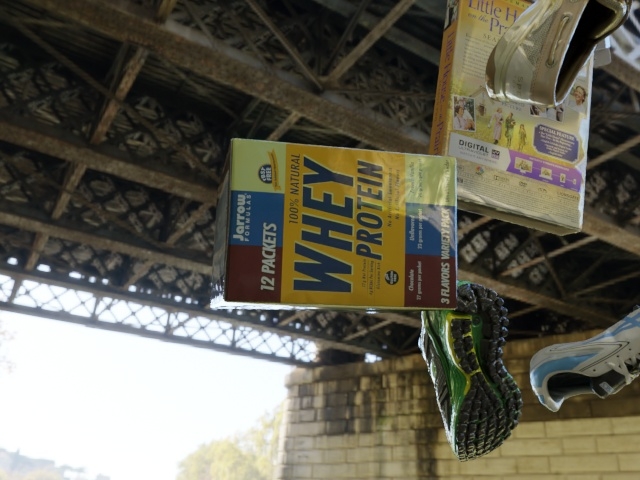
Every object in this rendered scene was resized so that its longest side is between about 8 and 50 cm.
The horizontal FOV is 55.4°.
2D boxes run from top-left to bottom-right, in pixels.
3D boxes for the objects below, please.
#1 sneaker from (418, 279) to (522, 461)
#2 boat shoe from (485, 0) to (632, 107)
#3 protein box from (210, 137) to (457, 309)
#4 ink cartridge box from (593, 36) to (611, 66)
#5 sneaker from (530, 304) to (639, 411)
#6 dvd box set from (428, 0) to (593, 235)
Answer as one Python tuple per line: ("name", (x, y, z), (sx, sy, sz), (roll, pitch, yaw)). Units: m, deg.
("sneaker", (0.247, 0.218, 1.040), (0.134, 0.343, 0.146), (-14, 17, -20))
("boat shoe", (0.318, -0.277, 0.721), (0.098, 0.302, 0.109), (30, -13, 42))
("protein box", (0.000, 0.000, 0.597), (0.200, 0.135, 0.201), (3, -8, -12))
("ink cartridge box", (0.623, -0.499, 1.451), (0.104, 0.180, 0.060), (-7, 13, 34))
("sneaker", (0.372, 0.144, 0.749), (0.237, 0.086, 0.085), (-34, -56, 30))
("dvd box set", (0.359, -0.245, 1.136), (0.308, 0.419, 0.062), (12, -13, -17))
